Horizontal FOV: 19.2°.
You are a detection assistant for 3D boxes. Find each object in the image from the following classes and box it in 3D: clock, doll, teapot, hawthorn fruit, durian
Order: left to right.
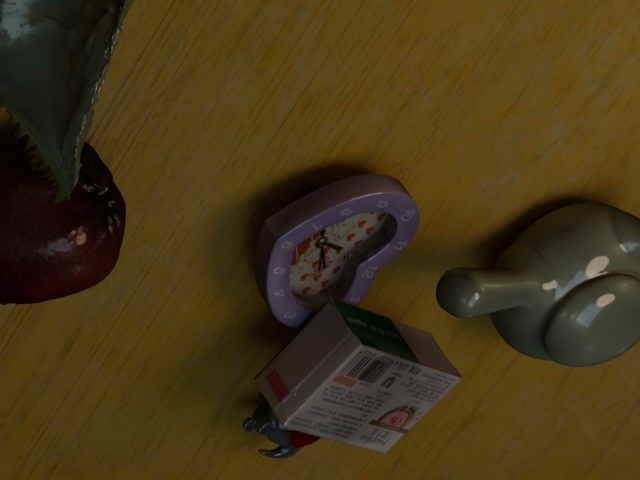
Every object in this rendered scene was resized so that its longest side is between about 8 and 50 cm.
[{"bbox_3d":[-0.284,-0.013,1.785,0.194,0.157,0.157,-16,139,10],"label":"hawthorn fruit"},{"bbox_3d":[-0.214,-0.166,1.676,0.144,0.139,0.252,14,107,-48],"label":"durian"},{"bbox_3d":[-0.007,0.198,2.209,0.195,0.062,0.104,-9,146,-34],"label":"doll"},{"bbox_3d":[0.000,0.000,2.016,0.172,0.064,0.198,17,119,-44],"label":"clock"},{"bbox_3d":[0.253,0.067,2.170,0.318,0.149,0.220,-13,134,-21],"label":"teapot"}]

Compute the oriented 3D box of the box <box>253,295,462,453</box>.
[{"bbox_3d":[0.043,0.153,2.098,0.135,0.081,0.199,-46,141,17],"label":"box"}]
